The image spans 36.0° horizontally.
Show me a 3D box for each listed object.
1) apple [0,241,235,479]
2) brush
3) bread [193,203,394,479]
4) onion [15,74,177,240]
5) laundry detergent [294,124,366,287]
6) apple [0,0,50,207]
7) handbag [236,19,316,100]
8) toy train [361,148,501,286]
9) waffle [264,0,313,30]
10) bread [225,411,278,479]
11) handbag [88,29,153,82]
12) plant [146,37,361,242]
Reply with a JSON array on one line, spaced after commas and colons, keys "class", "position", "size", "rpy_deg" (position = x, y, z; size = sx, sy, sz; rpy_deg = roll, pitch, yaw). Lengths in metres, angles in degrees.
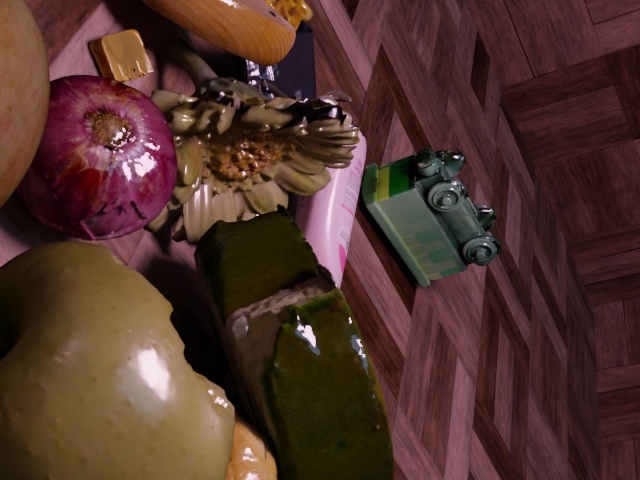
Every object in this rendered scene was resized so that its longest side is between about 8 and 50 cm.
[{"class": "apple", "position": [-0.202, 0.145, 0.813], "size": [0.279, 0.279, 0.279], "rpy_deg": [43, 39, -49]}, {"class": "brush", "position": [-0.123, -0.352, 1.274], "size": [0.266, 0.166, 0.174], "rpy_deg": [31, 19, -25]}, {"class": "bread", "position": [-0.042, 0.137, 1.117], "size": [0.382, 0.129, 0.366], "rpy_deg": [107, -37, -71]}, {"class": "onion", "position": [-0.235, -0.086, 1.013], "size": [0.177, 0.153, 0.177], "rpy_deg": [6, 82, -47]}, {"class": "laundry detergent", "position": [0.000, 0.000, 1.452], "size": [0.159, 0.088, 0.335], "rpy_deg": [74, 26, -72]}, {"class": "apple", "position": [-0.328, -0.100, 0.693], "size": [0.257, 0.257, 0.234], "rpy_deg": [55, 40, -37]}, {"class": "handbag", "position": [-0.065, -0.193, 1.482], "size": [0.211, 0.088, 0.254], "rpy_deg": [-32, 122, -59]}, {"class": "toy train", "position": [0.218, -0.046, 1.893], "size": [0.301, 0.202, 0.120], "rpy_deg": [53, 30, -38]}, {"class": "waffle", "position": [-0.099, -0.404, 1.593], "size": [0.309, 0.065, 0.283], "rpy_deg": [0, 79, -68]}, {"class": "bread", "position": [-0.132, 0.276, 0.952], "size": [0.120, 0.198, 0.236], "rpy_deg": [54, 31, -49]}, {"class": "handbag", "position": [-0.246, -0.224, 1.214], "size": [0.083, 0.027, 0.061], "rpy_deg": [-42, 114, -61]}, {"class": "plant", "position": [-0.083, -0.146, 1.224], "size": [0.306, 0.261, 0.297], "rpy_deg": [61, 27, -56]}]
